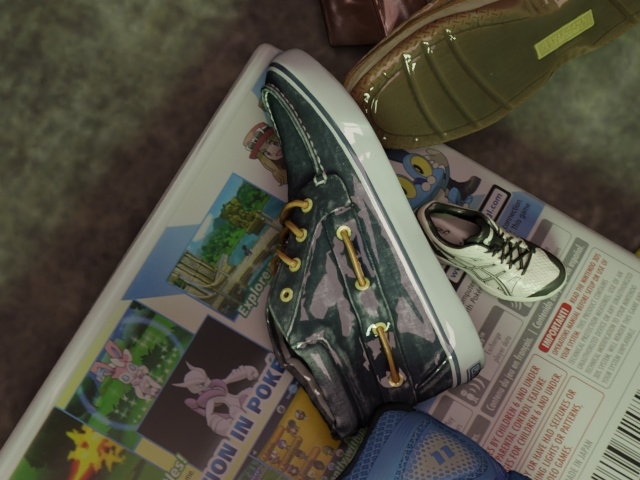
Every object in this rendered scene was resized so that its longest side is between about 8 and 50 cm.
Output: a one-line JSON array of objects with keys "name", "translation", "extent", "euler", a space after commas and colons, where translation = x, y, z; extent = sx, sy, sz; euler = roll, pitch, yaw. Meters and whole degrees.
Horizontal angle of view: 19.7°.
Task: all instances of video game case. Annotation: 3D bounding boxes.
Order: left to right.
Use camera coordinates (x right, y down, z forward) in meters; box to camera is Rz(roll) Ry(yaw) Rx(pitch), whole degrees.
[{"name": "video game case", "translation": [0.016, 0.110, 0.899], "extent": [0.300, 0.036, 0.329], "euler": [30, 75, 3]}]

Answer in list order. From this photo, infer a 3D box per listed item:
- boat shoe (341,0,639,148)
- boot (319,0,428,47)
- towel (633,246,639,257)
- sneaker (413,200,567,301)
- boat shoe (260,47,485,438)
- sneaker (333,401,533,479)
[{"name": "boat shoe", "translation": [0.085, -0.108, 0.938], "extent": [0.190, 0.072, 0.068], "euler": [-26, 127, -17]}, {"name": "boot", "translation": [0.039, -0.162, 0.954], "extent": [0.106, 0.037, 0.114], "euler": [-21, 84, 9]}, {"name": "towel", "translation": [0.222, 0.014, 0.964], "extent": [0.102, 0.021, 0.237], "euler": [39, 86, 5]}, {"name": "sneaker", "translation": [0.082, 0.005, 0.894], "extent": [0.083, 0.037, 0.032], "euler": [20, 72, -1]}, {"name": "boat shoe", "translation": [0.000, 0.000, 0.873], "extent": [0.083, 0.065, 0.183], "euler": [-27, 80, -13]}, {"name": "sneaker", "translation": [-0.044, 0.198, 0.803], "extent": [0.330, 0.130, 0.147], "euler": [-39, 68, -16]}]
